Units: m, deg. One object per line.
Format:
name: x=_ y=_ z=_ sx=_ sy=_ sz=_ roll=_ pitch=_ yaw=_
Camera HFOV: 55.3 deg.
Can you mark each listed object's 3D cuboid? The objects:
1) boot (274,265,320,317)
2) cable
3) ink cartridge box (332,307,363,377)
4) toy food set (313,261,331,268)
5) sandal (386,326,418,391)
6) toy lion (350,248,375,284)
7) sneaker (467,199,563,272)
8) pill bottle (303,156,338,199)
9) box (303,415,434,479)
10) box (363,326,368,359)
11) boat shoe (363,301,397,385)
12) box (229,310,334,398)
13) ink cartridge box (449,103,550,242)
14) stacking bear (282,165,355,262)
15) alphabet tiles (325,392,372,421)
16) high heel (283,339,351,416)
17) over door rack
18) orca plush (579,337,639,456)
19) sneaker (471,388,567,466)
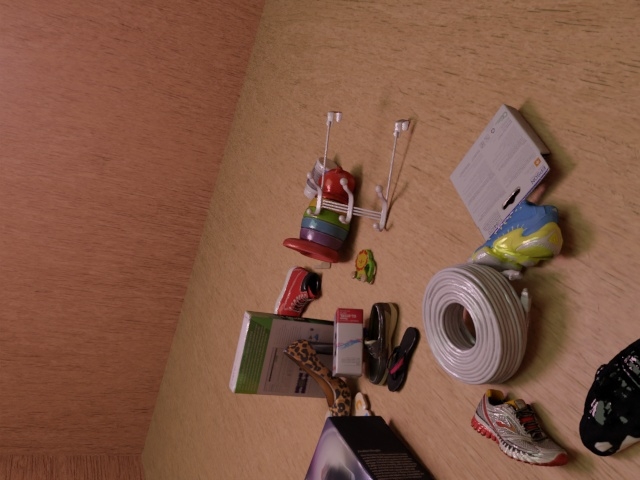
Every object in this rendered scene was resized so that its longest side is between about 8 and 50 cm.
boot: x=-0.076 y=0.217 z=2.079 sx=0.176 sy=0.088 sz=0.244 roll=18 pitch=93 yaw=62
cable: x=0.312 y=0.174 z=1.262 sx=0.257 sy=0.089 sz=0.257 roll=13 pitch=110 yaw=60
ink cartridge box: x=0.074 y=0.281 z=1.661 sx=0.127 sy=0.072 sz=0.175 roll=102 pitch=171 yaw=-73
toy food set: x=0.000 y=0.000 z=2.054 sx=0.132 sy=0.038 sz=0.192 roll=-13 pitch=69 yaw=62
sandal: x=0.197 y=0.300 z=1.554 sx=0.067 sy=0.040 sz=0.179 roll=42 pitch=118 yaw=60
toy lion: x=0.129 y=0.073 z=1.788 sx=0.100 sy=0.034 sz=0.096 roll=15 pitch=87 yaw=63
sneaker: x=0.399 y=-0.005 z=1.243 sx=0.240 sy=0.091 sz=0.126 roll=-24 pitch=42 yaw=60
pill bottle: x=-0.002 y=-0.209 z=2.090 sx=0.137 sy=0.078 sz=0.078 roll=-61 pitch=32 yaw=32
box: x=0.102 y=0.624 z=1.447 sx=0.294 sy=0.182 sz=0.296 roll=41 pitch=117 yaw=56
box: x=0.102 y=0.312 z=1.755 sx=0.136 sy=0.028 sz=0.081 roll=-66 pitch=30 yaw=30
boat shoe: x=0.148 y=0.272 z=1.624 sx=0.080 sy=0.073 sz=0.224 roll=7 pitch=87 yaw=64
box: x=-0.091 y=0.339 z=1.795 sx=0.058 sy=0.322 sz=0.232 roll=21 pitch=99 yaw=63
ink cartridge box: x=0.392 y=-0.142 z=1.323 sx=0.223 sy=0.045 sz=0.224 roll=-58 pitch=35 yaw=38
stacking bear: x=0.024 y=-0.087 z=1.918 sx=0.164 sy=0.175 sz=0.289 roll=14 pitch=82 yaw=33
alphabet tiles: x=0.082 y=0.571 z=1.707 sx=0.278 sy=0.021 sz=0.284 roll=-62 pitch=31 yaw=32
high heel: x=-0.014 y=0.409 z=1.715 sx=0.093 sy=0.186 sz=0.261 roll=135 pitch=135 yaw=-54
over door rack: x=0.094 y=-0.207 z=1.745 sx=0.239 sy=0.108 sz=0.324 roll=14 pitch=95 yaw=26
orca plush: x=0.482 y=0.229 z=0.948 sx=0.287 sy=0.102 sz=0.151 roll=-56 pitch=35 yaw=38
sneaker: x=0.368 y=0.350 z=1.147 sx=0.225 sy=0.088 sz=0.093 roll=25 pitch=101 yaw=63
